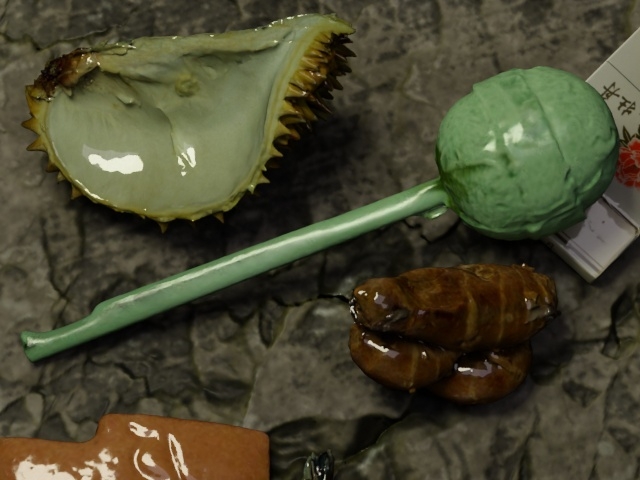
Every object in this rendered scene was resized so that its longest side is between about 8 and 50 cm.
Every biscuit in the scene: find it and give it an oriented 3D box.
[{"bbox_3d":[-0.153,0.226,1.200,0.306,0.043,0.284,-41,81,-15],"label":"biscuit"}]

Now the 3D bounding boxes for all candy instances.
[{"bbox_3d":[0.000,0.000,1.248,0.440,0.119,0.119,-23,76,1],"label":"candy"}]

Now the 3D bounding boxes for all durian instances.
[{"bbox_3d":[-0.083,-0.100,1.247,0.252,0.139,0.144,2,43,22],"label":"durian"}]

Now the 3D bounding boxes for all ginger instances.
[{"bbox_3d":[0.083,0.063,1.248,0.162,0.103,0.073,2,29,-25],"label":"ginger"}]

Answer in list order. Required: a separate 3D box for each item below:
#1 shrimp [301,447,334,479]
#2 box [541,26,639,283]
[{"bbox_3d":[0.036,0.249,1.208,0.152,0.046,0.219,-1,77,-4],"label":"shrimp"},{"bbox_3d":[0.227,-0.072,1.330,0.109,0.029,0.198,43,74,8],"label":"box"}]
